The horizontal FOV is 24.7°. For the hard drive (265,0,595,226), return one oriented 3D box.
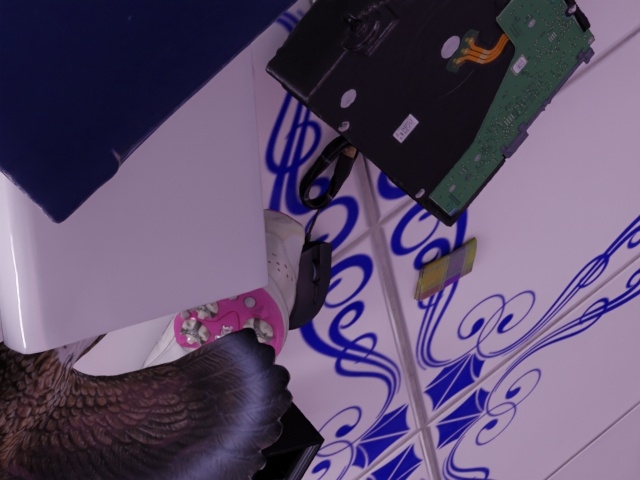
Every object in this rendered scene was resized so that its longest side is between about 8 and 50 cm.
[{"bbox_3d":[0.112,-0.164,1.286,0.237,0.064,0.339,-51,149,4],"label":"hard drive"}]

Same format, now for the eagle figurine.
[{"bbox_3d":[-0.194,0.104,1.076,0.225,0.226,0.298,-12,169,34],"label":"eagle figurine"}]

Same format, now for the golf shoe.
[{"bbox_3d":[-0.088,0.089,1.335,0.306,0.115,0.140,-53,-171,49],"label":"golf shoe"}]

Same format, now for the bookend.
[{"bbox_3d":[-0.100,0.256,1.568,0.157,0.072,0.156,-5,133,-47],"label":"bookend"}]

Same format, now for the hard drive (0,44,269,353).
[{"bbox_3d":[-0.130,-0.099,0.959,0.203,0.040,0.307,-15,108,-40],"label":"hard drive"}]

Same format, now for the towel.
[{"bbox_3d":[0.140,0.033,1.639,0.083,0.009,0.060,-28,146,-26],"label":"towel"}]

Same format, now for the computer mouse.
[{"bbox_3d":[0.000,0.000,1.397,0.071,0.041,0.242,-19,141,-35],"label":"computer mouse"}]

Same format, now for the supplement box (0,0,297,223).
[{"bbox_3d":[-0.170,-0.214,0.600,0.194,0.356,0.195,-42,150,-3],"label":"supplement box"}]
